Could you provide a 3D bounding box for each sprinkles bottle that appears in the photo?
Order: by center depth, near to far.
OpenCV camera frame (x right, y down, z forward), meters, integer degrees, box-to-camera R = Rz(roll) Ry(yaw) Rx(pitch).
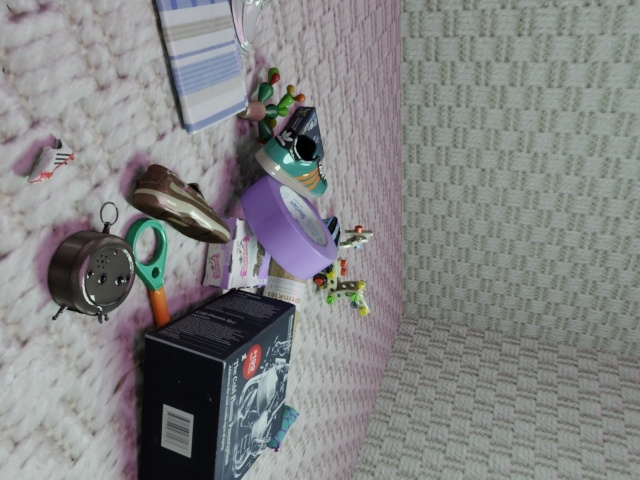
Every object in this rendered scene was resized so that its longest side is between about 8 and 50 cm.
[{"bbox_3d":[-0.116,0.198,1.322,0.121,0.122,0.354,37,63,-67],"label":"sprinkles bottle"}]

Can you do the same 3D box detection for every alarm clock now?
[{"bbox_3d":[-0.345,0.032,0.728,0.129,0.064,0.191,26,71,-69],"label":"alarm clock"}]

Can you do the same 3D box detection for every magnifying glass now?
[{"bbox_3d":[-0.313,0.068,0.875,0.092,0.026,0.230,-48,144,-57],"label":"magnifying glass"}]

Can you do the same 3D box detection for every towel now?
[{"bbox_3d":[-0.229,-0.371,0.916,0.209,0.034,0.284,-50,141,-49],"label":"towel"}]

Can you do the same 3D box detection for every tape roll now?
[{"bbox_3d":[-0.073,-0.039,1.159,0.274,0.090,0.274,49,15,-18],"label":"tape roll"}]

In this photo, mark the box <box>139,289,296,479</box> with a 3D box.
[{"bbox_3d":[-0.209,0.319,1.003,0.312,0.179,0.342,-30,130,-66],"label":"box"}]

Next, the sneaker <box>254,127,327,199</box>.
[{"bbox_3d":[-0.037,-0.192,1.186,0.121,0.108,0.302,-40,159,15],"label":"sneaker"}]

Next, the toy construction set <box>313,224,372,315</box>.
[{"bbox_3d":[0.090,0.104,1.703,0.151,0.215,0.327,-23,119,-68],"label":"toy construction set"}]

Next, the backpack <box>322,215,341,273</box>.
[{"bbox_3d":[0.000,0.000,1.560,0.158,0.117,0.173,76,30,-45],"label":"backpack"}]

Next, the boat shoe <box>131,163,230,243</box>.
[{"bbox_3d":[-0.248,-0.067,0.904,0.257,0.095,0.095,45,50,-65],"label":"boat shoe"}]

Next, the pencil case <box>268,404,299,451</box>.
[{"bbox_3d":[-0.129,0.615,1.531,0.070,0.065,0.152,66,29,-11],"label":"pencil case"}]

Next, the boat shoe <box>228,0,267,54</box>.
[{"bbox_3d":[-0.147,-0.539,0.991,0.096,0.088,0.267,-19,116,-68],"label":"boat shoe"}]

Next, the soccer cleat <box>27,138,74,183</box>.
[{"bbox_3d":[-0.375,-0.109,0.638,0.083,0.029,0.035,-65,146,-45],"label":"soccer cleat"}]

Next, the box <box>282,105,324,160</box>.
[{"bbox_3d":[-0.062,-0.257,1.377,0.183,0.059,0.232,78,29,-46],"label":"box"}]

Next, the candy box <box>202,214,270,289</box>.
[{"bbox_3d":[-0.191,0.031,1.122,0.196,0.070,0.164,8,90,-70],"label":"candy box"}]

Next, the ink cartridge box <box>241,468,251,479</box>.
[{"bbox_3d":[-0.258,0.740,1.171,0.261,0.066,0.295,7,91,-81],"label":"ink cartridge box"}]

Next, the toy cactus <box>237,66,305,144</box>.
[{"bbox_3d":[-0.127,-0.311,1.144,0.181,0.112,0.218,-21,126,-56],"label":"toy cactus"}]
